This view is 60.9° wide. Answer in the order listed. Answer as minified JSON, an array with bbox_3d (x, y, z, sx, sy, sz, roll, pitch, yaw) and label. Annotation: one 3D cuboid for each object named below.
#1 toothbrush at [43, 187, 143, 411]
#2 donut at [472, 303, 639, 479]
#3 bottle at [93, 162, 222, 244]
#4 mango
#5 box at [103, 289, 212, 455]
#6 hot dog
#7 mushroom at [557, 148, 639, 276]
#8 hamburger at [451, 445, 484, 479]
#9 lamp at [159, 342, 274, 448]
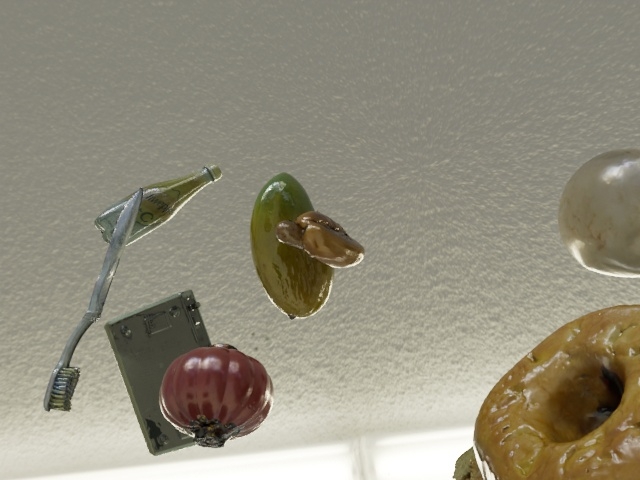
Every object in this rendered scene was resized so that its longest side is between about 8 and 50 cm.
[{"bbox_3d":[-0.357,0.074,0.889,0.042,0.035,0.414,6,-123,3],"label":"toothbrush"},{"bbox_3d":[0.224,0.152,0.416,0.114,0.226,0.226,44,-78,-6],"label":"donut"},{"bbox_3d":[-0.312,-0.081,1.080,0.269,0.083,0.083,-37,-91,-28],"label":"bottle"},{"bbox_3d":[-0.053,0.010,0.895,0.091,0.137,0.238,-20,-87,50],"label":"mango"},{"bbox_3d":[-0.270,0.243,0.991,0.210,0.045,0.270,-20,-92,19],"label":"box"},{"bbox_3d":[0.001,0.001,0.766,0.060,0.140,0.090,-50,-126,10],"label":"hot dog"},{"bbox_3d":[0.489,-0.044,0.843,0.209,0.206,0.207,-10,-85,6],"label":"mushroom"},{"bbox_3d":[0.409,0.448,1.105,0.144,0.156,0.283,62,-41,31],"label":"hamburger"},{"bbox_3d":[-0.098,0.146,0.516,0.107,0.092,0.108,2,-39,1],"label":"lamp"}]
